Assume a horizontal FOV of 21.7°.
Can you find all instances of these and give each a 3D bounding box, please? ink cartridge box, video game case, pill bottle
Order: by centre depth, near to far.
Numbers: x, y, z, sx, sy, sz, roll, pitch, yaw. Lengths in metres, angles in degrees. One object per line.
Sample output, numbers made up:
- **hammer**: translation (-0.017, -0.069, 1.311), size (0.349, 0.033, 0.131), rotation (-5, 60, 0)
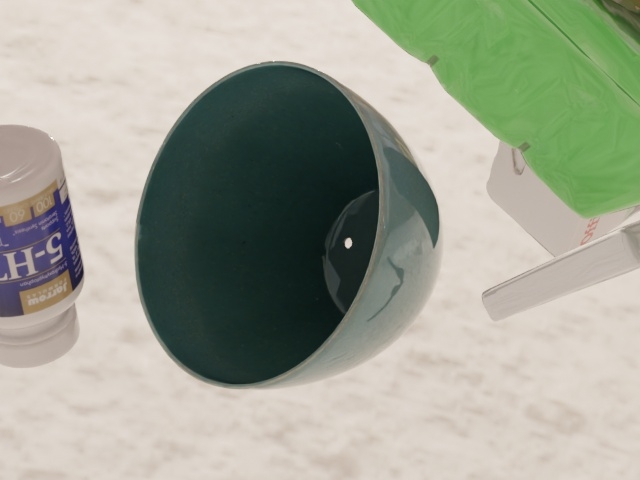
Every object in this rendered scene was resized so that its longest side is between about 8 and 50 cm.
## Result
- **video game case**: translation (0.203, -0.007, 0.918), size (0.183, 0.023, 0.201), rotation (-20, -5, -18)
- **pill bottle**: translation (-0.255, 0.009, 1.389), size (0.112, 0.187, 0.112), rotation (-4, 36, 3)
- **ink cartridge box**: translation (0.316, -0.130, 1.659), size (0.278, 0.201, 0.117), rotation (-32, 64, -25)

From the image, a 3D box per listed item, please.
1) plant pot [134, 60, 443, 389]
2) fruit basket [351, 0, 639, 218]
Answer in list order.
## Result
- **plant pot**: translation (0.000, 0.000, 1.527), size (0.290, 0.290, 0.195), rotation (34, 13, 39)
- **fruit basket**: translation (0.152, -0.177, 0.584), size (0.327, 0.353, 0.165), rotation (42, 44, -3)
